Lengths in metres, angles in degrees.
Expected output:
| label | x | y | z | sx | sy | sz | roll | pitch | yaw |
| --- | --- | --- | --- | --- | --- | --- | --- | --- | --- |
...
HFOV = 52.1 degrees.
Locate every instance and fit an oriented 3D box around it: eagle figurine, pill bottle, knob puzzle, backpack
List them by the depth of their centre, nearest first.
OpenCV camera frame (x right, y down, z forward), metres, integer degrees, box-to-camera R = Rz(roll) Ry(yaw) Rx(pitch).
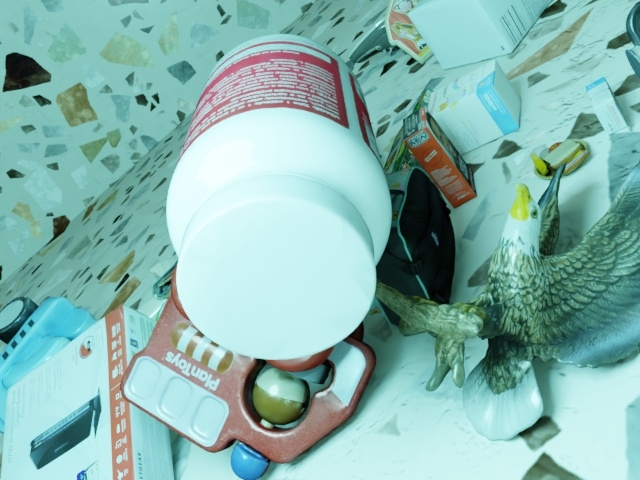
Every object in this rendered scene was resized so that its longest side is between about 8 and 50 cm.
| label | x | y | z | sx | sy | sz | roll | pitch | yaw |
| --- | --- | --- | --- | --- | --- | --- | --- | --- | --- |
| eagle figurine | 0.227 | 0.033 | 0.669 | 0.298 | 0.225 | 0.226 | -21 | 61 | -25 |
| pill bottle | -0.044 | -0.068 | 0.731 | 0.229 | 0.229 | 0.408 | -34 | 27 | 18 |
| backpack | 0.102 | 0.000 | 0.868 | 0.144 | 0.166 | 0.188 | -12 | 38 | 35 |
| knob puzzle | 0.233 | -0.531 | 1.534 | 0.213 | 0.030 | 0.213 | -5 | 72 | 16 |

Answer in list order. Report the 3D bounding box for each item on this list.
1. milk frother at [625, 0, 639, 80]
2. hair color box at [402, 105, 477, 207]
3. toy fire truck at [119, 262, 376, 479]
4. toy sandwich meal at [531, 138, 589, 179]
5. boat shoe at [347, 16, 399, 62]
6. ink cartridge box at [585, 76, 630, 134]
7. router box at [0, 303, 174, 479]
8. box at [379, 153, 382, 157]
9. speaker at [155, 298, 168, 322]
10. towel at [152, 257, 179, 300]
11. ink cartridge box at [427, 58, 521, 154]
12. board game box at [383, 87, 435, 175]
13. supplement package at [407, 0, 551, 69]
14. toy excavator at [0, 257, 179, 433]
| label | x | y | z | sx | sy | sz | roll | pitch | yaw |
| --- | --- | --- | --- | --- | --- | --- | --- | --- | --- |
| milk frother | 0.470 | -0.262 | 0.851 | 0.134 | 0.129 | 0.143 | -32 | -16 | 20 |
| hair color box | 0.179 | -0.124 | 0.981 | 0.043 | 0.141 | 0.072 | -30 | 28 | 25 |
| toy fire truck | -0.093 | 0.161 | 0.852 | 0.254 | 0.302 | 0.169 | -65 | -19 | 1 |
| toy sandwich meal | 0.323 | -0.115 | 0.888 | 0.085 | 0.029 | 0.086 | -33 | 27 | 19 |
| boat shoe | 0.216 | -0.538 | 1.645 | 0.335 | 0.096 | 0.112 | -36 | 2 | 24 |
| ink cartridge box | 0.383 | -0.176 | 0.874 | 0.028 | 0.048 | 0.083 | -28 | 28 | 29 |
| router box | -0.381 | 0.321 | 1.049 | 0.301 | 0.082 | 0.336 | -35 | 46 | 16 |
| box | 0.013 | -0.121 | 1.250 | 0.207 | 0.114 | 0.036 | -52 | 6 | -17 |
| speaker | -0.157 | 0.131 | 1.093 | 0.296 | 0.131 | 0.131 | -14 | 38 | 46 |
| towel | -0.161 | -0.045 | 1.273 | 0.271 | 0.040 | 0.370 | -46 | 1 | 35 |
| ink cartridge box | 0.245 | -0.212 | 1.084 | 0.143 | 0.090 | 0.092 | -23 | 31 | 34 |
| board game box | 0.140 | -0.142 | 1.135 | 0.136 | 0.030 | 0.260 | -54 | 9 | 48 |
| supplement package | 0.327 | -0.481 | 1.318 | 0.203 | 0.149 | 0.194 | -51 | 26 | -19 |
| toy excavator | -0.499 | 0.228 | 1.400 | 0.445 | 0.222 | 0.433 | -1 | 46 | 37 |
